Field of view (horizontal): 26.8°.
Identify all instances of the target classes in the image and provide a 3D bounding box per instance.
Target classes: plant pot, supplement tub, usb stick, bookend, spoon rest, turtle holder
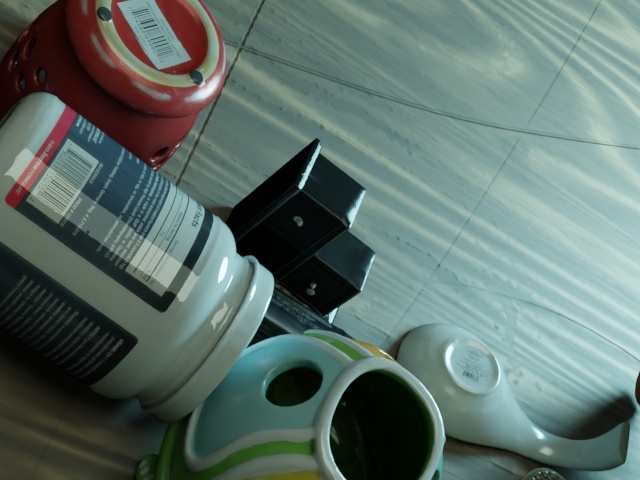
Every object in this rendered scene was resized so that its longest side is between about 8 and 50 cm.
[{"bbox_3d":[-0.195,-0.164,1.309,0.191,0.174,0.191,21,52,-30],"label":"plant pot"},{"bbox_3d":[-0.197,0.018,1.184,0.272,0.191,0.191,38,47,-16],"label":"supplement tub"},{"bbox_3d":[-0.033,0.088,1.368,0.278,0.045,0.077,34,24,-19],"label":"usb stick"},{"bbox_3d":[0.000,0.000,1.377,0.157,0.156,0.072,38,47,-16],"label":"bookend"},{"bbox_3d":[0.205,0.186,1.500,0.276,0.084,0.137,27,48,-7],"label":"spoon rest"},{"bbox_3d":[-0.029,0.212,1.172,0.320,0.227,0.243,-25,85,-39],"label":"turtle holder"}]

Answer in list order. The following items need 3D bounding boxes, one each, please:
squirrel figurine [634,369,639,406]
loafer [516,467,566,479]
[{"bbox_3d":[0.433,0.268,1.424,0.281,0.397,0.370,25,61,15],"label":"squirrel figurine"},{"bbox_3d":[0.159,0.341,1.352,0.268,0.092,0.102,-38,82,-28],"label":"loafer"}]
